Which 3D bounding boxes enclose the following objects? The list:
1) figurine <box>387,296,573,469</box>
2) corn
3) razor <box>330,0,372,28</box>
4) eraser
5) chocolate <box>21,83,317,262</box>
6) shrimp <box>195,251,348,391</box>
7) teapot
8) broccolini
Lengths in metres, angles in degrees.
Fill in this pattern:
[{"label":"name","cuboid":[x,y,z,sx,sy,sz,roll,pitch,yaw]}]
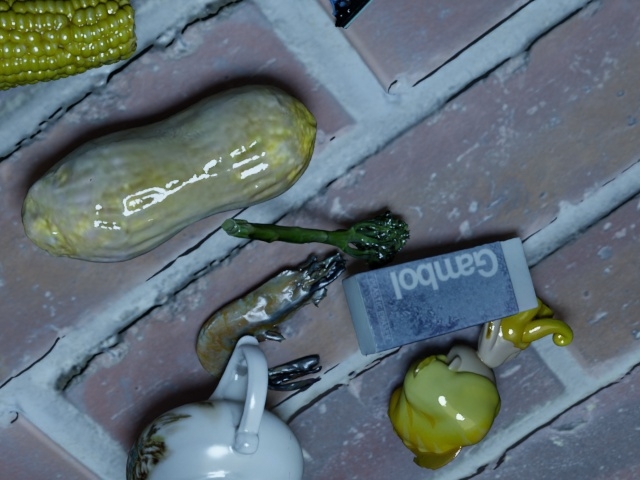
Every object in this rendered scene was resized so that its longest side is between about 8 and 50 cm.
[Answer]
[{"label":"figurine","cuboid":[0.183,0.164,1.447,0.246,0.131,0.156,-50,135,6]},{"label":"corn","cuboid":[-0.325,-0.180,1.117,0.311,0.101,0.101,-8,123,-7]},{"label":"razor","cuboid":[-0.070,-0.268,1.160,0.253,0.042,0.082,13,158,-19]},{"label":"eraser","cuboid":[0.137,0.060,1.358,0.213,0.046,0.091,-14,85,-20]},{"label":"chocolate","cuboid":[-0.149,-0.064,1.216,0.309,0.134,0.134,-21,124,-3]},{"label":"shrimp","cuboid":[-0.036,0.105,1.394,0.219,0.046,0.152,-37,121,15]},{"label":"teapot","cuboid":[-0.117,0.250,1.391,0.204,0.139,0.298,17,128,-21]},{"label":"broccolini","cuboid":[0.006,0.001,1.279,0.254,0.058,0.071,1,93,-48]}]
